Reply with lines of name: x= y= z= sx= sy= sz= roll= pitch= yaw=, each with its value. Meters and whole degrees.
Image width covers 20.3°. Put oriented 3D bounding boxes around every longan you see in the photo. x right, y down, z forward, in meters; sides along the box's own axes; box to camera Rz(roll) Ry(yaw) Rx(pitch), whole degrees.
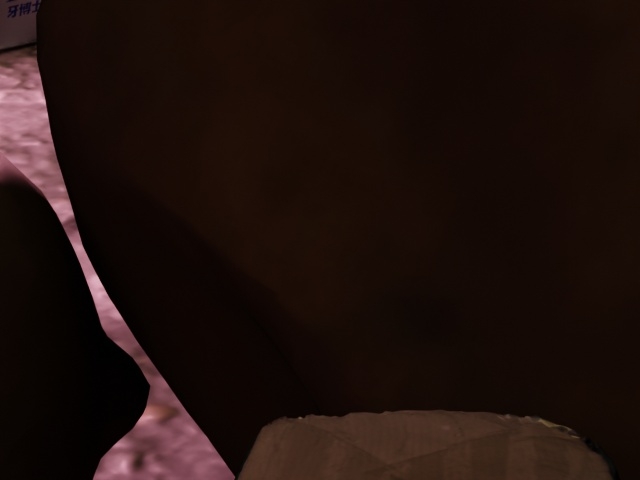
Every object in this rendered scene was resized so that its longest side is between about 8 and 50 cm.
longan: x=-0.141 y=0.038 z=0.535 sx=0.189 sy=0.189 sz=0.189 roll=0 pitch=26 yaw=0
longan: x=0.084 y=-0.014 z=0.505 sx=0.350 sy=0.288 sz=0.288 roll=32 pitch=37 yaw=22

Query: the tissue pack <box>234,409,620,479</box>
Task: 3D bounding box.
tissue pack: x=0.020 y=0.127 z=0.341 sx=0.090 sy=0.170 sz=0.103 roll=2 pitch=25 yaw=5

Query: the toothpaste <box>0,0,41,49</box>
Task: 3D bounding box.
toothpaste: x=-0.094 y=-0.190 z=1.110 sx=0.313 sy=0.071 sz=0.089 roll=-19 pitch=34 yaw=-35
